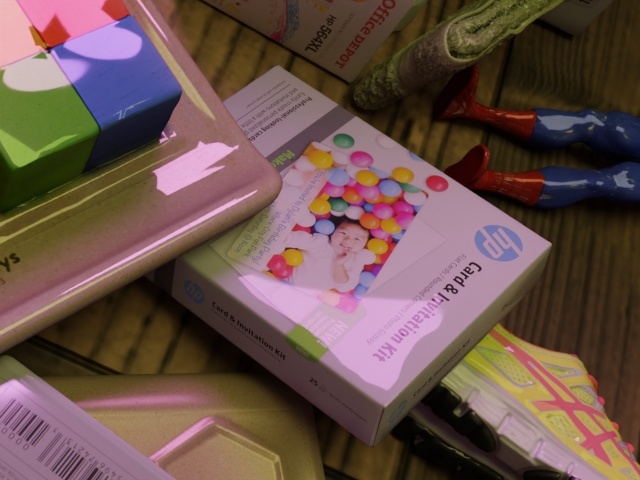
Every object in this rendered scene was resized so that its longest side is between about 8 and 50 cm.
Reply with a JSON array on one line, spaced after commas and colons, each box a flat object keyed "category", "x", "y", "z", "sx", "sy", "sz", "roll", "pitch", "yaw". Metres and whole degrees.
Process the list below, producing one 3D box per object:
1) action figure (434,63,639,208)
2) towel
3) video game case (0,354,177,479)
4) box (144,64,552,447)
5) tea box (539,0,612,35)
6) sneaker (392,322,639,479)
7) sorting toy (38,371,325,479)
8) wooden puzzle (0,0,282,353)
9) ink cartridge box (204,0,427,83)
[{"category": "action figure", "x": 0.225, "y": -0.059, "z": 0.823, "sx": 0.280, "sy": 0.139, "sz": 0.091, "roll": 10, "pitch": 61, "yaw": -24}, {"category": "towel", "x": 0.092, "y": -0.127, "z": 0.806, "sx": 0.148, "sy": 0.110, "sz": 0.027, "roll": -37, "pitch": 99, "yaw": -33}, {"category": "video game case", "x": -0.100, "y": 0.185, "z": 0.546, "sx": 0.227, "sy": 0.026, "sz": 0.206, "roll": 37, "pitch": 51, "yaw": -2}, {"category": "box", "x": 0.000, "y": 0.000, "z": 0.697, "sx": 0.186, "sy": 0.038, "sz": 0.145, "roll": 36, "pitch": 52, "yaw": 19}, {"category": "tea box", "x": 0.114, "y": -0.345, "z": 0.795, "sx": 0.323, "sy": 0.329, "sz": 0.220, "roll": 22, "pitch": 57, "yaw": -15}, {"category": "sneaker", "x": 0.128, "y": 0.103, "z": 0.717, "sx": 0.208, "sy": 0.081, "sz": 0.094, "roll": 42, "pitch": 52, "yaw": 0}, {"category": "sorting toy", "x": -0.080, "y": 0.156, "z": 0.616, "sx": 0.193, "sy": 0.038, "sz": 0.208, "roll": 2, "pitch": 59, "yaw": -26}, {"category": "wooden puzzle", "x": -0.228, "y": -0.097, "z": 0.616, "sx": 0.322, "sy": 0.080, "sz": 0.348, "roll": -30, "pitch": 75, "yaw": -29}, {"category": "ink cartridge box", "x": 0.004, "y": -0.169, "z": 0.792, "sx": 0.143, "sy": 0.092, "sz": 0.090, "roll": 28, "pitch": 55, "yaw": -10}]
